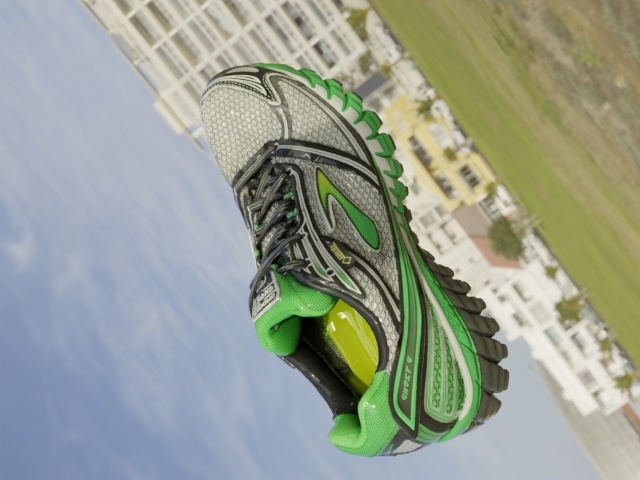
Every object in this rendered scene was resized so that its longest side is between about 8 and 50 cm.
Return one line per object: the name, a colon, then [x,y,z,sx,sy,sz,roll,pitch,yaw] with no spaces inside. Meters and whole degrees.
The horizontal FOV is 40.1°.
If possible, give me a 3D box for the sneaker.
sneaker: [0.000,0.000,0.658,0.146,0.134,0.344,-11,-120,-44]
